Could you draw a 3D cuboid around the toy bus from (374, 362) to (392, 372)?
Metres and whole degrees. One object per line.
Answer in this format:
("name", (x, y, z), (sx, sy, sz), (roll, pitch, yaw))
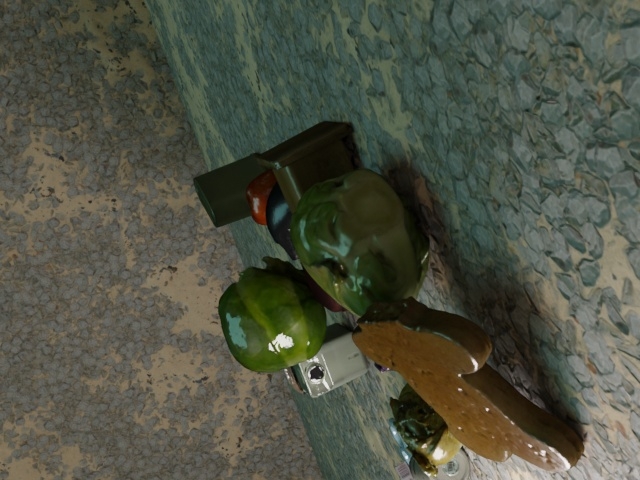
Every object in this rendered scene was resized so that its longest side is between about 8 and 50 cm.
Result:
("toy bus", (0.160, 0.228, 1.706), (0.087, 0.098, 0.178), (33, 144, 64))

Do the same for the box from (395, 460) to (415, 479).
("box", (0.299, 0.773, 2.128), (0.218, 0.039, 0.055), (59, -173, 26))

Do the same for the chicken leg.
("chicken leg", (0.235, 0.423, 1.656), (0.429, 0.152, 0.202), (106, 148, -80))

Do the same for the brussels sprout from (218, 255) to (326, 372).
("brussels sprout", (-0.136, 0.226, 2.055), (0.315, 0.275, 0.371), (55, -163, 5))

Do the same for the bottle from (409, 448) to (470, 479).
("bottle", (0.284, 0.560, 1.750), (0.110, 0.109, 0.233), (64, 166, 12))

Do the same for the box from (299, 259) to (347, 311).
("box", (0.000, 0.000, 1.912), (0.263, 0.108, 0.404), (35, 145, 65))

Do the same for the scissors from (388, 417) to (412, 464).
("scissors", (0.289, 0.617, 1.991), (0.191, 0.029, 0.360), (65, 164, -10))

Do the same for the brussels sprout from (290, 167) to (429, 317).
("brussels sprout", (0.080, 0.005, 1.386), (0.328, 0.247, 0.328), (44, 164, 16))

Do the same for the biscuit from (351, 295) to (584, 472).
("biscuit", (0.245, 0.239, 1.205), (0.394, 0.076, 0.368), (43, 158, -6))

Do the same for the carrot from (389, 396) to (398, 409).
("carrot", (0.235, 0.491, 1.981), (0.142, 0.035, 0.035), (48, 157, 41))

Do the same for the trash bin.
("trash bin", (-0.279, -0.171, 2.388), (0.121, 0.247, 0.243), (84, 159, -46))

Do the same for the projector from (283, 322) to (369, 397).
("projector", (0.006, 0.376, 2.210), (0.177, 0.242, 0.164), (-167, 57, -74))

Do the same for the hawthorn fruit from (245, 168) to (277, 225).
("hawthorn fruit", (-0.128, -0.124, 2.061), (0.189, 0.189, 0.189), (59, 164, 29))

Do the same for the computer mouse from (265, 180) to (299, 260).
("computer mouse", (-0.098, -0.055, 1.815), (0.264, 0.088, 0.147), (84, 161, -51))

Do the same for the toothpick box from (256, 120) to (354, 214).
("toothpick box", (0.013, -0.090, 1.611), (0.308, 0.190, 0.187), (66, 166, -17))
